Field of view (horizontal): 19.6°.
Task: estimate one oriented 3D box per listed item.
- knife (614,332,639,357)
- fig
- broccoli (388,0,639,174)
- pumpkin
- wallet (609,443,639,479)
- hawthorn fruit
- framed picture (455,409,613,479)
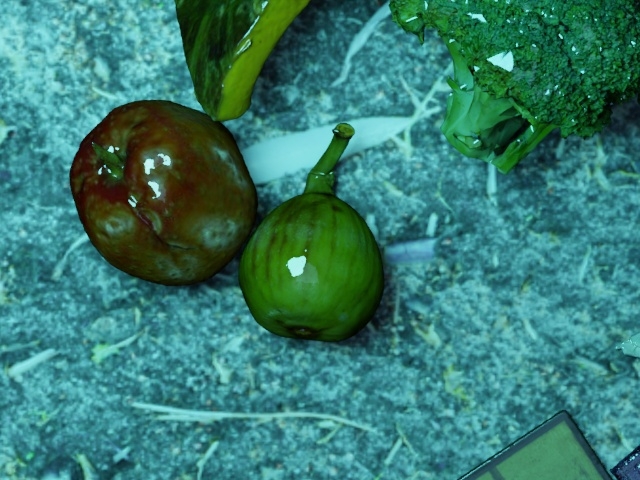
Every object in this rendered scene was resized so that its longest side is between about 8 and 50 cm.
[{"bbox_3d":[0.444,0.069,1.904,0.297,0.017,0.047,-19,89,2],"label":"knife"},{"bbox_3d":[-0.014,0.007,1.837,0.142,0.148,0.186,-11,55,3],"label":"fig"},{"bbox_3d":[0.203,-0.195,1.788,0.307,0.308,0.275,27,114,-2],"label":"broccoli"},{"bbox_3d":[-0.044,-0.287,1.799,0.258,0.290,0.095,-34,133,17],"label":"pumpkin"},{"bbox_3d":[0.388,0.263,1.897,0.111,0.030,0.166,-40,91,0],"label":"wallet"},{"bbox_3d":[-0.160,-0.053,1.789,0.179,0.200,0.179,-7,70,21],"label":"hawthorn fruit"},{"bbox_3d":[0.179,0.369,1.899,0.338,0.014,0.255,-33,92,-1],"label":"framed picture"}]
